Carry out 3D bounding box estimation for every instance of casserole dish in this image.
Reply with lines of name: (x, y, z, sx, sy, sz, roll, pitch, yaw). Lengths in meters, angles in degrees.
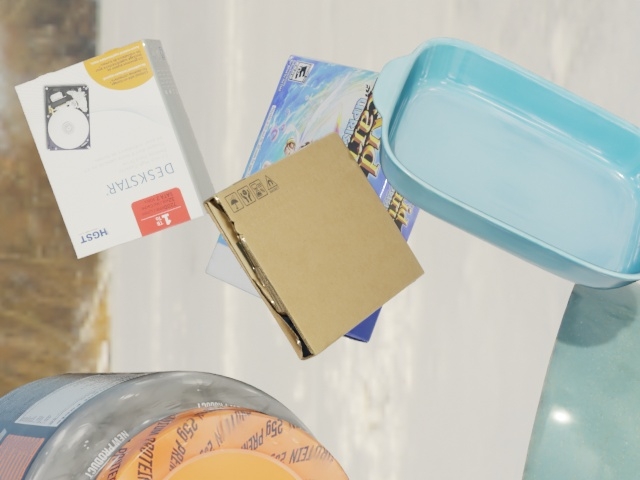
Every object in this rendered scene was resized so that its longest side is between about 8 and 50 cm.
casserole dish: (0.110, -0.038, 0.763, 0.037, 0.188, 0.114, -59, 6, 51)

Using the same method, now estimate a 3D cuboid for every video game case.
video game case: (0.006, -0.053, 1.488, 0.244, 0.061, 0.269, 20, 89, 51)

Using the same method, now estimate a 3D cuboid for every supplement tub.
supplement tub: (-0.108, 0.173, 0.827, 0.316, 0.194, 0.193, 170, 101, -65)

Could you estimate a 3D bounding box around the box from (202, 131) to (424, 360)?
box: (0.000, 0.000, 1.263, 0.021, 0.201, 0.164, -32, 91, 38)

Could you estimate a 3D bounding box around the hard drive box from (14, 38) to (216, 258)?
hard drive box: (-0.254, -0.117, 1.773, 0.089, 0.181, 0.232, -49, -61, -80)

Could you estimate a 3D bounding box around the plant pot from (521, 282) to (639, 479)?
plant pot: (0.307, 0.184, 1.279, 0.290, 0.196, 0.290, 12, -90, -74)
